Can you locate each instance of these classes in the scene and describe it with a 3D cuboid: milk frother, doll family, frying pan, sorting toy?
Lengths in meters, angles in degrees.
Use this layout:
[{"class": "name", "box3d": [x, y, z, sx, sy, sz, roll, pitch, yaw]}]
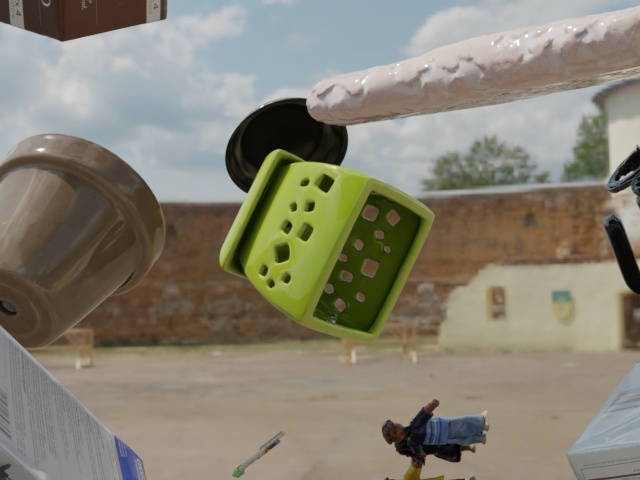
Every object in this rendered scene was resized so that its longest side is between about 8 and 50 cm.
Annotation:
[{"class": "milk frother", "box3d": [0.361, -0.023, 1.046, 0.129, 0.134, 0.143, -15, 24, 33]}, {"class": "doll family", "box3d": [0.114, 0.239, 1.109, 0.111, 0.193, 0.076, 2, 23, -4]}, {"class": "frying pan", "box3d": [-0.014, -0.189, 1.582, 0.197, 0.053, 0.326, 25, -61, -37]}, {"class": "sorting toy", "box3d": [-0.085, 0.291, 1.389, 0.083, 0.012, 0.062, -42, -5, 31]}]

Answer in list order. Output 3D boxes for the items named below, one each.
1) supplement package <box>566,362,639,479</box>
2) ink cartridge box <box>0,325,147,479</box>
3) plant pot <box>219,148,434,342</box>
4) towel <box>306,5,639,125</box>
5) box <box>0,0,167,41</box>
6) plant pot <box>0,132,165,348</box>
[{"class": "supplement package", "box3d": [0.385, 0.245, 0.912, 0.198, 0.262, 0.199, -21, 6, 39]}, {"class": "ink cartridge box", "box3d": [-0.252, 0.179, 0.901, 0.065, 0.311, 0.186, -36, 34, 3]}, {"class": "plant pot", "box3d": [0.000, 0.000, 1.520, 0.207, 0.227, 0.228, 26, 1, 33]}, {"class": "towel", "box3d": [0.207, -0.162, 0.948, 0.332, 0.053, 0.317, -7, 5, 43]}, {"class": "box", "box3d": [-0.299, -0.338, 1.164, 0.203, 0.168, 0.167, 22, 30, 31]}, {"class": "plant pot", "box3d": [-0.375, 0.019, 1.426, 0.263, 0.263, 0.229, -3, 36, 23]}]
